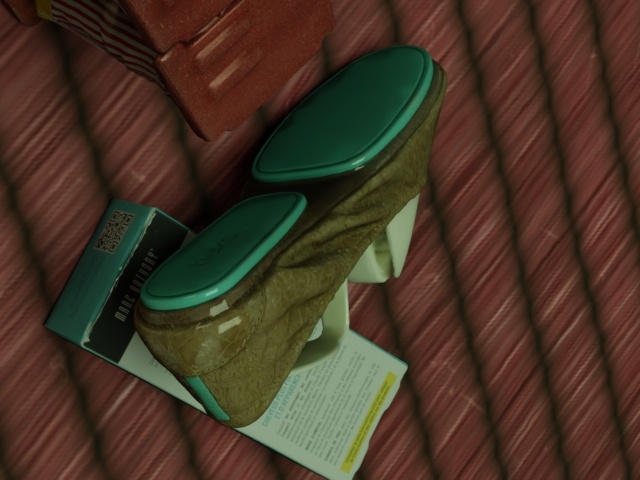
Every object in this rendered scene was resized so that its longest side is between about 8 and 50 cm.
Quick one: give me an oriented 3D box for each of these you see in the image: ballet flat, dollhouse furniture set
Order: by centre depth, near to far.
[{"bbox_3d":[-0.026,-0.257,0.939,0.374,0.201,0.152,-46,143,-18],"label":"dollhouse furniture set"},{"bbox_3d":[0.000,0.000,1.038,0.342,0.116,0.124,-54,132,-48],"label":"ballet flat"}]

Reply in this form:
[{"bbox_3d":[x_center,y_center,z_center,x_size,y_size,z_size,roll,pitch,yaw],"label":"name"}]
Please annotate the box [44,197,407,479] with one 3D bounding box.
[{"bbox_3d":[-0.058,0.073,1.087,0.244,0.060,0.101,34,79,-33],"label":"box"}]
